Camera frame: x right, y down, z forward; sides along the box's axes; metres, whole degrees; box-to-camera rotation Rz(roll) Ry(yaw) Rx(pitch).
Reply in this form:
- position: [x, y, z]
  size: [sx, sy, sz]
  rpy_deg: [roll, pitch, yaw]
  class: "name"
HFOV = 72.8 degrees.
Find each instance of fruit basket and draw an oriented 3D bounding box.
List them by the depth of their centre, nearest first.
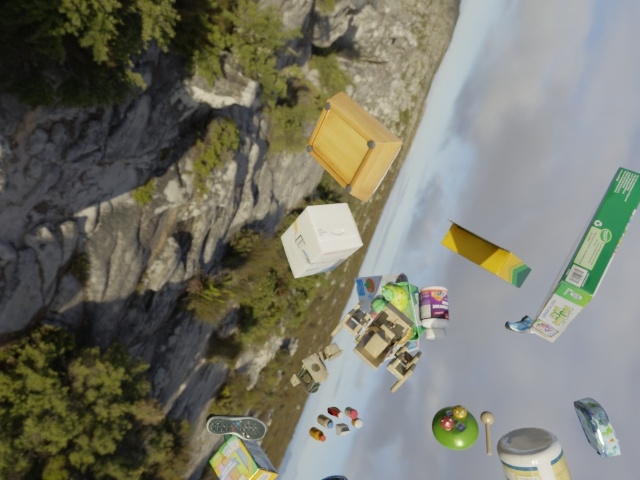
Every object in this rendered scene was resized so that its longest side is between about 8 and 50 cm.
- position: [0.281, 0.293, 1.711]
  size: [0.353, 0.165, 0.327]
  rpy_deg: [3, 74, -51]
  class: "fruit basket"

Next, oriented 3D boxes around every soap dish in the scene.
- position: [0.092, -0.297, 1.374]
  size: [0.118, 0.291, 0.229]
  rpy_deg: [-13, 142, -45]
  class: "soap dish"

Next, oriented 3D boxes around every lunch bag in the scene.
- position: [1.181, 0.798, 1.862]
  size: [0.176, 0.090, 0.219]
  rpy_deg: [11, 59, -77]
  class: "lunch bag"

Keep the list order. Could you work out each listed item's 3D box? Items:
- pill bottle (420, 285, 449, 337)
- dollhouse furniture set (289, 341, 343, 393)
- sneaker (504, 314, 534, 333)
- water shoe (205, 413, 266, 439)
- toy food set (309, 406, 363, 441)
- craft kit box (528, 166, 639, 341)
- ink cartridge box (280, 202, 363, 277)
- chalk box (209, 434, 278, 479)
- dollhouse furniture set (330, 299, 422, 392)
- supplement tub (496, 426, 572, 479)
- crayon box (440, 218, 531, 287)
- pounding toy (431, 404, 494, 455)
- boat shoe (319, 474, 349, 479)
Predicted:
- position: [0.447, 0.283, 1.695]
  size: [0.108, 0.108, 0.194]
  rpy_deg: [90, 2, -70]
  class: "pill bottle"
- position: [-0.001, 0.486, 1.599]
  size: [0.160, 0.101, 0.182]
  rpy_deg: [-20, 151, -34]
  class: "dollhouse furniture set"
- position: [0.838, 0.345, 1.802]
  size: [0.063, 0.162, 0.073]
  rpy_deg: [173, -77, -73]
  class: "sneaker"
- position: [-0.280, 0.609, 1.448]
  size: [0.080, 0.203, 0.073]
  rpy_deg: [-1, -109, 68]
  class: "water shoe"
- position: [0.078, 0.737, 1.748]
  size: [0.104, 0.232, 0.111]
  rpy_deg: [164, -73, -66]
  class: "toy food set"
- position: [0.479, 0.038, 0.789]
  size: [0.250, 0.060, 0.247]
  rpy_deg: [-53, 156, -16]
  class: "craft kit box"
- position: [0.000, 0.000, 1.503]
  size: [0.232, 0.171, 0.168]
  rpy_deg: [-43, -119, 52]
  class: "ink cartridge box"
- position: [-0.272, 0.750, 1.469]
  size: [0.132, 0.213, 0.132]
  rpy_deg: [-48, 138, -9]
  class: "chalk box"
- position: [0.147, 0.292, 1.194]
  size: [0.161, 0.212, 0.242]
  rpy_deg: [-55, 166, 23]
  class: "dollhouse furniture set"
- position: [0.515, 0.567, 1.023]
  size: [0.144, 0.144, 0.200]
  rpy_deg: [-5, 78, -82]
  class: "supplement tub"
- position: [0.511, 0.044, 1.350]
  size: [0.318, 0.202, 0.081]
  rpy_deg: [22, 101, -50]
  class: "crayon box"
- position: [0.556, 0.720, 1.716]
  size: [0.183, 0.236, 0.110]
  rpy_deg: [-62, 144, -45]
  class: "pounding toy"
- position: [-0.003, 0.666, 1.078]
  size: [0.258, 0.089, 0.109]
  rpy_deg: [8, 109, -45]
  class: "boat shoe"
